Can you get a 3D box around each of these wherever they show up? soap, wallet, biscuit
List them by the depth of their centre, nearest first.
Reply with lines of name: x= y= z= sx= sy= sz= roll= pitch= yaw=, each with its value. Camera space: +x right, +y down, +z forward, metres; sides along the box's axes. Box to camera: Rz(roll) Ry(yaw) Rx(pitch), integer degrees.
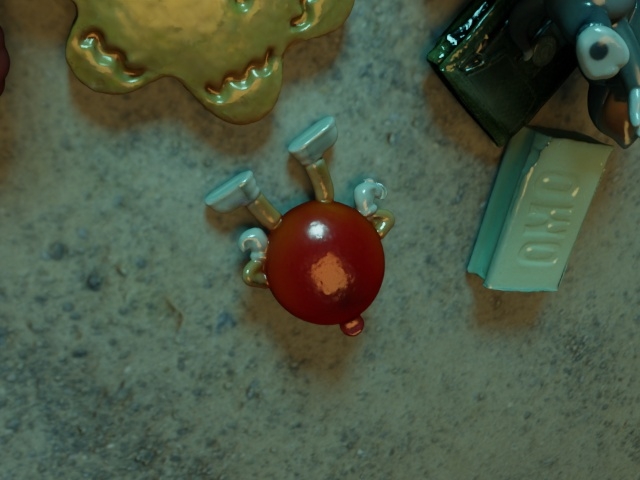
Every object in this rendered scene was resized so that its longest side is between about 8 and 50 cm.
biscuit: x=-0.133 y=-0.253 z=0.528 sx=0.275 sy=0.052 sz=0.355 roll=-46 pitch=124 yaw=6
wallet: x=0.234 y=-0.229 z=0.690 sx=0.236 sy=0.055 sz=0.160 roll=-48 pitch=130 yaw=6
soap: x=0.264 y=-0.036 z=0.795 sx=0.114 sy=0.063 sz=0.198 roll=2 pitch=115 yaw=-21

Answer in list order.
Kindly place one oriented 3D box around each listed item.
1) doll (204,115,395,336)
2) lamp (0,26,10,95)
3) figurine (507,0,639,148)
doll: x=0.000 y=0.000 z=0.701 sx=0.183 sy=0.085 sz=0.217 roll=-34 pitch=106 yaw=-5
lamp: x=-0.291 y=-0.144 z=0.497 sx=0.107 sy=0.092 sz=0.107 roll=7 pitch=119 yaw=13
figurine: x=0.269 y=-0.191 z=0.614 sx=0.265 sy=0.140 sz=0.193 roll=2 pitch=91 yaw=-24
